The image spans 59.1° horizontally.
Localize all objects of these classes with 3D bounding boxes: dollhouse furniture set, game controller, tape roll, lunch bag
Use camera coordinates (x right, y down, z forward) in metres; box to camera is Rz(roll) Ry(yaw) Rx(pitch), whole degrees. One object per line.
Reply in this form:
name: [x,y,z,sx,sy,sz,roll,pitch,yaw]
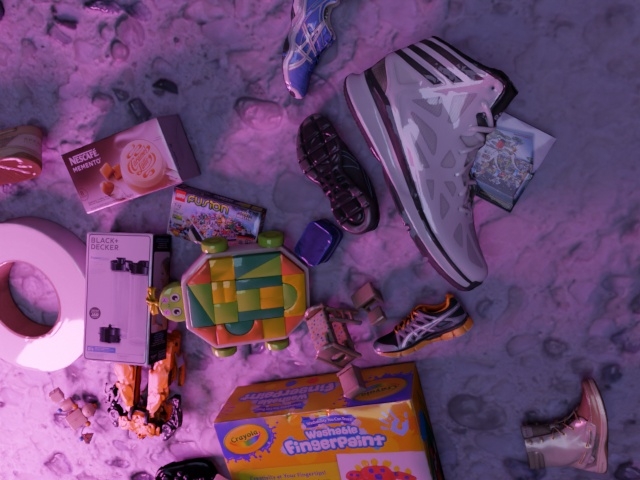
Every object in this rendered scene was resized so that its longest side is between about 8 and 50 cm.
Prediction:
dollhouse furniture set: [0.066,0.194,1.152,0.161,0.182,0.101,-41,133,20]
game controller: [-0.310,0.710,1.468,0.166,0.067,0.319,-13,103,17]
tape roll: [-0.709,0.136,1.393,0.391,0.072,0.392,3,106,12]
lunch bag: [0.000,0.000,1.186,0.067,0.065,0.098,40,113,16]

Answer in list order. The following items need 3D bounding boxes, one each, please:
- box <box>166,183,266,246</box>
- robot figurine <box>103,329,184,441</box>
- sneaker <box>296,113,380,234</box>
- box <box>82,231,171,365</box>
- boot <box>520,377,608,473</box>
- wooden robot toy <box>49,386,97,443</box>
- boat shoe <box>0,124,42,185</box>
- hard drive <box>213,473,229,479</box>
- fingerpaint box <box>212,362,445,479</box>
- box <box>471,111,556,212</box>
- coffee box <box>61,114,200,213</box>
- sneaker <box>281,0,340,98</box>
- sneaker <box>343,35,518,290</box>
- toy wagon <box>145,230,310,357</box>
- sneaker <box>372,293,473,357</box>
box: [-0.230,-0.042,1.243,0.206,0.036,0.114,16,109,9]
robot figurine: [-0.421,0.351,1.379,0.211,0.085,0.291,13,108,10]
sneaker: [0.037,-0.129,1.128,0.101,0.106,0.267,-30,77,25]
box: [-0.436,0.125,1.272,0.169,0.087,0.290,3,89,13]
boot: [0.502,0.387,1.174,0.165,0.077,0.213,-5,108,17]
wooden robot toy: [-0.627,0.446,1.480,0.079,0.076,0.173,-35,97,-15]
boat shoe: [-0.786,-0.185,1.306,0.340,0.122,0.110,-8,67,13]
hard drive: [-0.121,0.694,1.257,0.353,0.047,0.233,27,111,3]
fingerpaint box: [0.035,0.498,1.271,0.444,0.163,0.371,-12,104,16]
box: [0.297,-0.177,1.072,0.233,0.044,0.159,28,111,4]
coffee box: [-0.405,-0.163,1.216,0.246,0.098,0.141,-15,102,17]
sneaker: [-0.019,-0.374,1.072,0.081,0.080,0.211,15,110,12]
sneaker: [0.246,-0.142,0.980,0.257,0.169,0.448,-26,96,21]
toy wagon: [-0.195,0.124,1.207,0.344,0.068,0.267,-6,110,-11]
sneaker: [0.206,0.179,1.185,0.214,0.084,0.083,-24,97,9]
